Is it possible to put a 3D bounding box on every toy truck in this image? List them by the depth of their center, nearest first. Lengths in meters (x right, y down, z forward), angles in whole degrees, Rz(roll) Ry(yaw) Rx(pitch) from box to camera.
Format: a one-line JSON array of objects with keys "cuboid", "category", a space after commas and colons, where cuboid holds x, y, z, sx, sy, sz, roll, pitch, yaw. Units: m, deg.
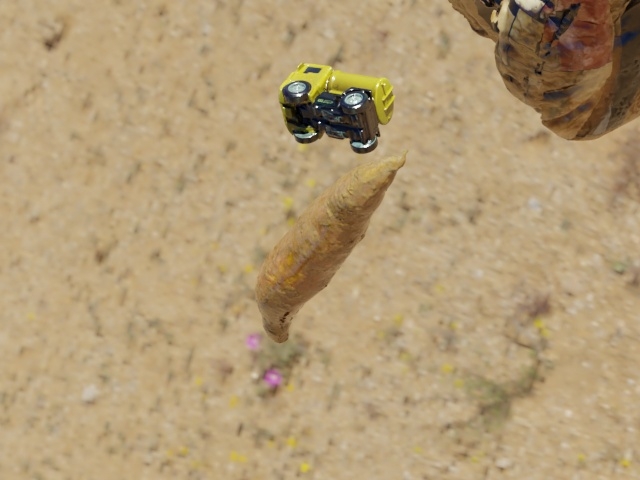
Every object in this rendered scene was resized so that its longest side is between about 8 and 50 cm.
[{"cuboid": [0.010, -0.104, 1.179, 0.083, 0.049, 0.054, 12, 47, 28], "category": "toy truck"}]

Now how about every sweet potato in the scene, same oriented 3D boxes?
[{"cuboid": [0.000, 0.000, 1.429, 0.314, 0.066, 0.072, 127, 150, -47], "category": "sweet potato"}]

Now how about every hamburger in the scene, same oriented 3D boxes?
[{"cuboid": [0.174, -0.156, 0.771, 0.231, 0.231, 0.107, -48, 57, 23], "category": "hamburger"}]
